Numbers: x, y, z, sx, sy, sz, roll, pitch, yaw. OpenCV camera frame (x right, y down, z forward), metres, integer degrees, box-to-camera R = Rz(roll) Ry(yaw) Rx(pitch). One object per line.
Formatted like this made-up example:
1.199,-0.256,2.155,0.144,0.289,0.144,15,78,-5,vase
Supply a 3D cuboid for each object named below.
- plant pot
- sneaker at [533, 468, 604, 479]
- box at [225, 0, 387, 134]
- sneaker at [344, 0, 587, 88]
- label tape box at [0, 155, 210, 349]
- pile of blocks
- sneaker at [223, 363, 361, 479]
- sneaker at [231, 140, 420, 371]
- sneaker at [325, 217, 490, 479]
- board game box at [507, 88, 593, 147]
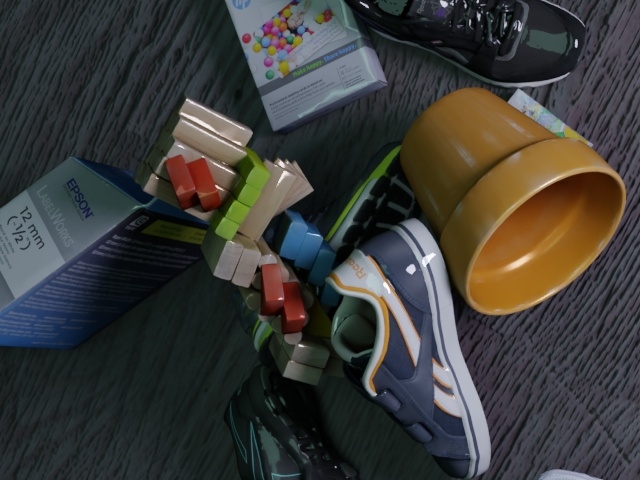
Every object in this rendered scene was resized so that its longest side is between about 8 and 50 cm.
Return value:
0.187,-0.057,1.795,0.205,0.205,0.188,-47,55,13,plant pot
0.341,0.300,1.788,0.258,0.091,0.094,23,91,1,sneaker
-0.019,-0.239,1.994,0.145,0.038,0.186,-24,77,19,box
0.151,-0.242,1.876,0.283,0.124,0.107,17,94,22,sneaker
-0.248,-0.009,1.959,0.347,0.249,0.115,-37,73,16,label tape box
-0.050,0.011,1.785,0.149,0.112,0.362,-36,115,1,pile of blocks
-0.025,0.275,1.947,0.106,0.101,0.267,-38,70,35,sneaker
0.000,0.000,1.936,0.300,0.111,0.121,-51,53,3,sneaker
0.087,0.136,1.807,0.127,0.126,0.321,-25,118,-15,sneaker
0.217,-0.078,1.891,0.103,0.026,0.154,40,102,20,board game box
